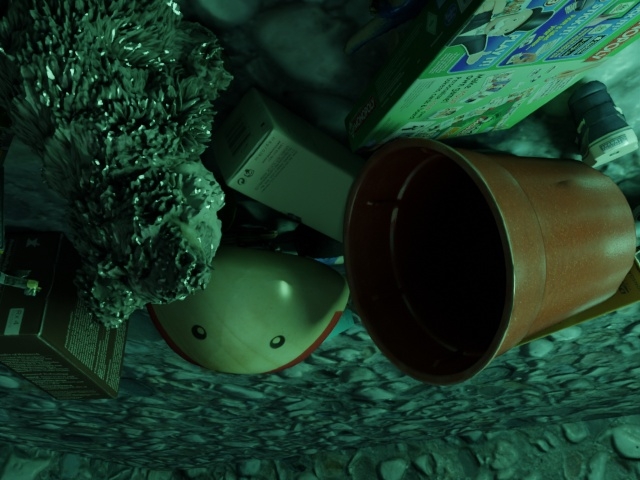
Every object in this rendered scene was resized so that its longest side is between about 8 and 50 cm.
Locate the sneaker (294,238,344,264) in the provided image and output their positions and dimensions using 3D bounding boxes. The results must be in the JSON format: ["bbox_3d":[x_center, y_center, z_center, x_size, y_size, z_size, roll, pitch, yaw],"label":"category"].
[{"bbox_3d":[0.000,0.001,1.002,0.085,0.058,0.152,-7,157,-7],"label":"sneaker"}]

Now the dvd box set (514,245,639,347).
[{"bbox_3d":[0.421,0.083,0.966,0.308,0.062,0.420,-18,166,-31],"label":"dvd box set"}]

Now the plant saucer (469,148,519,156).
[{"bbox_3d":[0.218,-0.083,0.884,0.195,0.037,0.195,-1,150,-1],"label":"plant saucer"}]

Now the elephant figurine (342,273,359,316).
[{"bbox_3d":[0.115,0.102,1.080,0.239,0.169,0.186,14,145,54],"label":"elephant figurine"}]

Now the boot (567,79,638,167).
[{"bbox_3d":[0.353,-0.145,0.762,0.069,0.086,0.190,-24,172,18],"label":"boot"}]

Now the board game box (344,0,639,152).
[{"bbox_3d":[0.169,-0.170,0.574,0.214,0.046,0.317,-12,171,-17],"label":"board game box"}]

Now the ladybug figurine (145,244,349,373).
[{"bbox_3d":[-0.115,0.102,0.907,0.305,0.161,0.449,6,175,-3],"label":"ladybug figurine"}]

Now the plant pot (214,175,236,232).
[{"bbox_3d":[-0.180,-0.053,0.896,0.079,0.083,0.083,1,153,23],"label":"plant pot"}]

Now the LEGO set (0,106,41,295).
[{"bbox_3d":[-0.455,-0.067,0.652,0.255,0.331,0.192,-4,159,-39],"label":"LEGO set"}]

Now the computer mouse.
[{"bbox_3d":[-0.046,0.005,0.970,0.242,0.041,0.071,-8,119,36],"label":"computer mouse"}]

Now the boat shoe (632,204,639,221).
[{"bbox_3d":[0.570,-0.052,0.946,0.142,0.040,0.049,-17,147,25],"label":"boat shoe"}]

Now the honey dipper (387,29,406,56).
[{"bbox_3d":[0.154,-0.210,0.674,0.161,0.030,0.030,2,150,-14],"label":"honey dipper"}]

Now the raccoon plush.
[{"bbox_3d":[-0.273,-0.101,0.576,0.447,0.299,0.216,21,144,-32],"label":"raccoon plush"}]

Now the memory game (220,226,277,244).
[{"bbox_3d":[-0.158,-0.008,0.924,0.186,0.012,0.186,0,-173,0],"label":"memory game"}]

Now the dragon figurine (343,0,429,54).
[{"bbox_3d":[0.120,-0.245,0.551,0.144,0.085,0.289,8,148,-15],"label":"dragon figurine"}]

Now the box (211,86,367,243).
[{"bbox_3d":[-0.001,-0.079,0.791,0.275,0.113,0.094,27,115,-37],"label":"box"}]

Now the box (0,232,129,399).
[{"bbox_3d":[-0.492,0.161,1.134,0.143,0.191,0.381,-1,150,-1],"label":"box"}]

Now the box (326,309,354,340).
[{"bbox_3d":[-0.028,0.175,1.189,0.101,0.060,0.244,-18,178,27],"label":"box"}]

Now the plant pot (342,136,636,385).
[{"bbox_3d":[0.212,0.009,0.728,0.265,0.272,0.272,-8,157,-32],"label":"plant pot"}]
